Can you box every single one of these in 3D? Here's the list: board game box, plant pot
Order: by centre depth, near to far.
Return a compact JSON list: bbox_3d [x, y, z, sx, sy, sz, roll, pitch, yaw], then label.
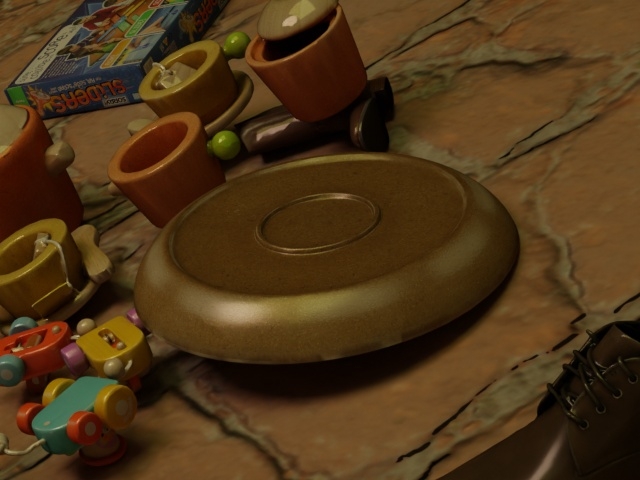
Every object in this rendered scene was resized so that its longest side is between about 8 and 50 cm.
[{"bbox_3d":[0.000,0.000,1.109,0.236,0.032,0.236,-9,26,4],"label":"plant pot"},{"bbox_3d":[-0.169,-0.175,1.584,0.136,0.035,0.201,-7,31,27],"label":"board game box"}]

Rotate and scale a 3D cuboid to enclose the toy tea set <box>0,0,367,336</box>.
[{"bbox_3d":[-0.134,-0.087,1.266,0.336,0.124,0.200,-37,29,-9],"label":"toy tea set"}]

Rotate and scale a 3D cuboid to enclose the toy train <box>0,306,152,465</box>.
[{"bbox_3d":[-0.154,0.094,1.090,0.125,0.046,0.166,-19,25,9],"label":"toy train"}]

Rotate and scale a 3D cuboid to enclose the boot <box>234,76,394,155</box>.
[{"bbox_3d":[-0.009,-0.076,1.291,0.114,0.037,0.106,-12,19,15],"label":"boot"}]

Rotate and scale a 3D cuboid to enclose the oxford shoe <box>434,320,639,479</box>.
[{"bbox_3d":[0.125,0.083,0.849,0.227,0.096,0.083,-27,30,-5],"label":"oxford shoe"}]
